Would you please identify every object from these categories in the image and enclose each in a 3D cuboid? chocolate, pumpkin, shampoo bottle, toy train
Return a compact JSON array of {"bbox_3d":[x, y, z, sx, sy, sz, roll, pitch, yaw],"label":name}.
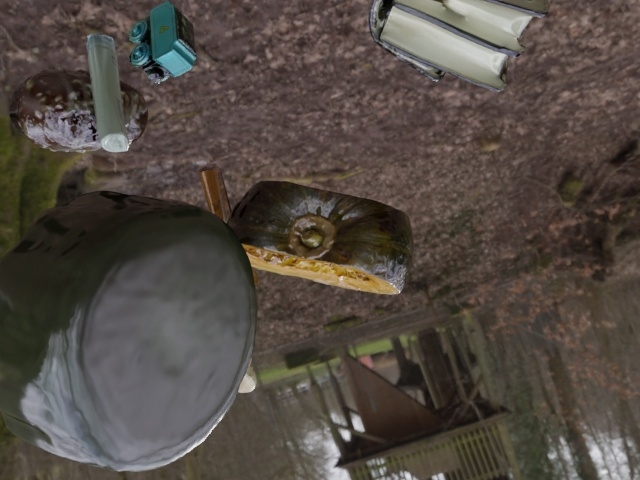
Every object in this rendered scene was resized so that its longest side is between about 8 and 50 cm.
[{"bbox_3d":[-0.610,-0.339,1.665,0.210,0.225,0.340,14,-165,39],"label":"chocolate"},{"bbox_3d":[0.000,0.000,1.077,0.317,0.139,0.222,9,168,8],"label":"pumpkin"},{"bbox_3d":[-0.359,-0.250,1.061,0.049,0.212,0.072,-12,160,-7],"label":"shampoo bottle"},{"bbox_3d":[-0.391,-0.490,1.572,0.155,0.197,0.107,-21,153,21],"label":"toy train"}]

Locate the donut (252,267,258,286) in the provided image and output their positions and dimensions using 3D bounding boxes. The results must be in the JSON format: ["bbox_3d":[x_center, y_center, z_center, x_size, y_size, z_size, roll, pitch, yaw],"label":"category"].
[{"bbox_3d":[-0.223,0.118,1.730,0.108,0.097,0.043,13,168,11],"label":"donut"}]

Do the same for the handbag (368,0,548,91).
[{"bbox_3d":[0.223,-0.417,1.011,0.237,0.358,0.160,21,139,-2],"label":"handbag"}]

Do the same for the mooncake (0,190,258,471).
[{"bbox_3d":[-0.256,0.111,0.831,0.194,0.356,0.356,6,-178,34],"label":"mooncake"}]

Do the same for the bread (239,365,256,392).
[{"bbox_3d":[-0.274,0.232,1.301,0.316,0.054,0.316,10,137,10],"label":"bread"}]

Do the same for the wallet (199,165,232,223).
[{"bbox_3d":[-0.246,-0.103,1.514,0.042,0.160,0.195,-17,-171,-2],"label":"wallet"}]
